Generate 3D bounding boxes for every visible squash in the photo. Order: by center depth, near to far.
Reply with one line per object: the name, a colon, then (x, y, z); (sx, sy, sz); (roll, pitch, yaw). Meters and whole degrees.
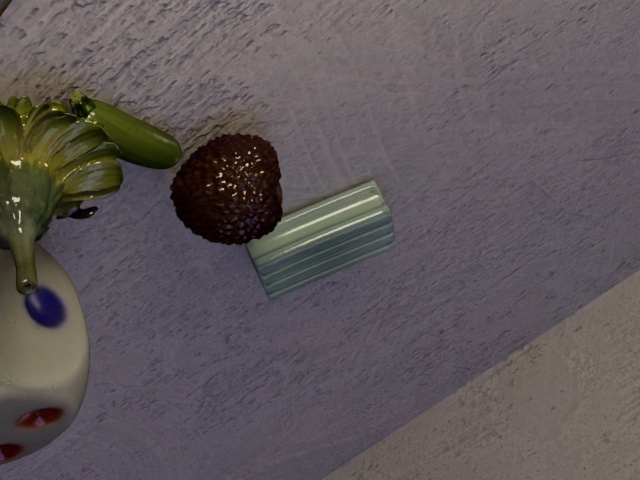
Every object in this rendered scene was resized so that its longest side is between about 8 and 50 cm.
squash: (-0.290, -0.153, 1.882); (0.066, 0.066, 0.252); (-34, 151, 19)

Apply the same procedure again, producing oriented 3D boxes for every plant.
plant: (-0.401, -0.051, 1.775); (0.306, 0.297, 0.261); (-50, 161, 22)

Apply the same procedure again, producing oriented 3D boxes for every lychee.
lychee: (-0.148, -0.081, 2.027); (0.188, 0.188, 0.188); (-19, 153, -10)

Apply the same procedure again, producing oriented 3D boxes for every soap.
soap: (0.000, 0.000, 2.380); (0.265, 0.087, 0.160); (-23, 153, -4)

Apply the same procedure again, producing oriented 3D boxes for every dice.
dice: (-0.554, 0.167, 1.980); (0.277, 0.304, 0.304); (-40, 149, 28)

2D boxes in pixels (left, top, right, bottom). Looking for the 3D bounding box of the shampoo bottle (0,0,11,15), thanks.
shampoo bottle: (-0.387, -0.301, 1.516); (0.227, 0.056, 0.086); (-43, -168, 32)
